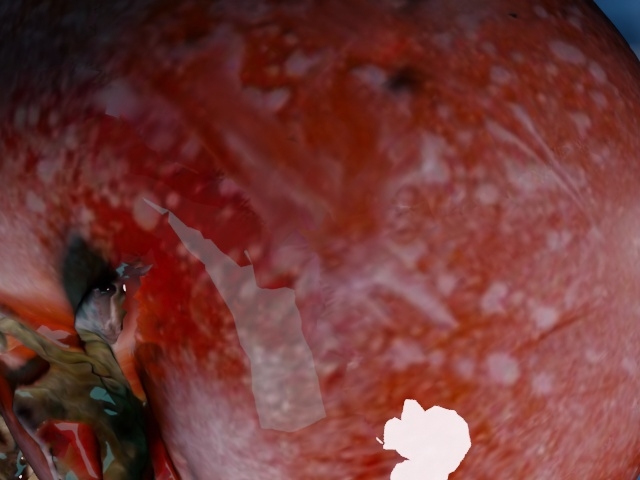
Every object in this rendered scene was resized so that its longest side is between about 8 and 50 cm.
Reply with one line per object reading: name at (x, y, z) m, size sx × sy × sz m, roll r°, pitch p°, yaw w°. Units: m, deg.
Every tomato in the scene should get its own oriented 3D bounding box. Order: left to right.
tomato at (0.000, 0.000, 0.561) m, size 0.270 × 0.227 × 0.270 m, roll 38°, pitch 149°, yaw 28°

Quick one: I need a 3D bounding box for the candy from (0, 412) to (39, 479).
candy at (-0.146, 0.087, 0.824) m, size 0.110 × 0.085 × 0.095 m, roll 29°, pitch 140°, yaw 27°
